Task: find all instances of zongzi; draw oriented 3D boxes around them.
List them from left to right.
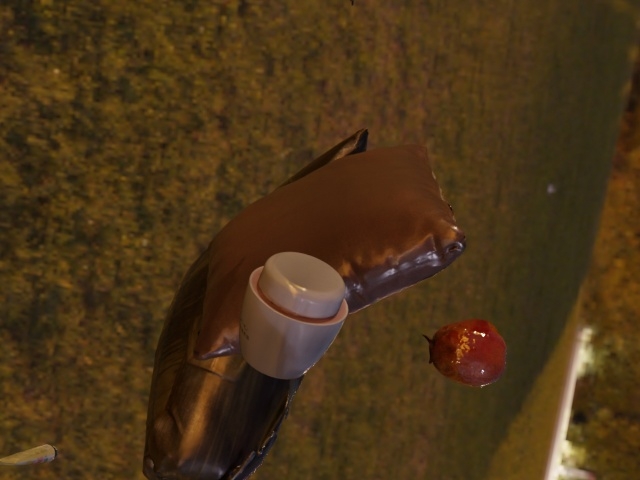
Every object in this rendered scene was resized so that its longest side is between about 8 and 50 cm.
[{"bbox_3d":[-0.073,0.099,1.463,0.432,0.208,0.403,-52,-164,41],"label":"zongzi"}]

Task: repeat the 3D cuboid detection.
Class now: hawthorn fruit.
[{"bbox_3d":[0.163,0.129,1.297,0.081,0.093,0.081,-177,-90,-74],"label":"hawthorn fruit"}]

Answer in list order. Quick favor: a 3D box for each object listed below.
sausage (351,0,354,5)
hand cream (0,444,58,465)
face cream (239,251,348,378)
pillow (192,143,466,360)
[{"bbox_3d":[-0.136,-0.312,1.180,0.082,0.372,0.082,11,90,-83],"label":"sausage"},{"bbox_3d":[-0.346,0.257,1.329,0.102,0.035,0.022,6,86,-69],"label":"hand cream"},{"bbox_3d":[-0.026,0.066,0.989,0.091,0.091,0.095,-41,155,-61],"label":"face cream"},{"bbox_3d":[0.000,0.000,1.269,0.308,0.305,0.108,-96,161,-67],"label":"pillow"}]
